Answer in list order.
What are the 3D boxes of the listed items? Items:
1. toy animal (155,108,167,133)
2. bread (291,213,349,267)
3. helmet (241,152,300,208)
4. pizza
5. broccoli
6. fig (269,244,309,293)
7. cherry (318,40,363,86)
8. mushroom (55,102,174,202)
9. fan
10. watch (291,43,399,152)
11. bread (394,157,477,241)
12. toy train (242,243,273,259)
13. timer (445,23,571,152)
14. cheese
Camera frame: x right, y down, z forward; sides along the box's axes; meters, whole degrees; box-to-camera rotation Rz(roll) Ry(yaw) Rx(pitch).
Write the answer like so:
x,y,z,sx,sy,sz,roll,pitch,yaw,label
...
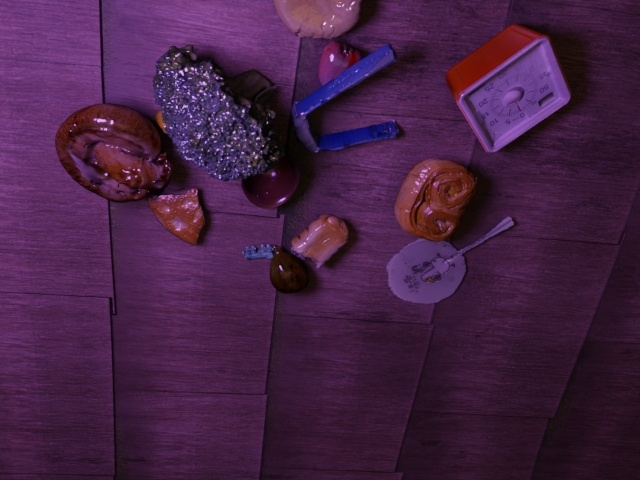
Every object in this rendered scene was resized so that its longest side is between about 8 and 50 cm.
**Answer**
x,y,z,sx,sy,sz,roll,pitch,yaw,label
-0.342,-0.339,1.680,0.159,0.083,0.070,-42,121,6,toy animal
0.000,0.000,1.876,0.177,0.084,0.119,-42,115,15,bread
-0.137,-0.180,1.761,0.155,0.106,0.175,-9,129,-6,helmet
-0.380,-0.088,1.817,0.182,0.062,0.161,35,116,-15,pizza
-0.249,-0.296,1.594,0.375,0.302,0.249,39,110,-2,broccoli
-0.098,0.078,1.904,0.109,0.103,0.154,-27,110,-32,fig
0.044,-0.442,1.653,0.126,0.087,0.106,-32,118,31,cherry
-0.499,-0.213,1.661,0.283,0.195,0.263,34,119,-2,mushroom
0.390,0.051,1.976,0.415,0.012,0.233,-31,117,14,fan
0.059,-0.339,1.661,0.275,0.068,0.276,-10,143,2,watch
0.310,-0.116,1.824,0.198,0.120,0.236,17,114,-14,bread
-0.178,0.035,1.912,0.092,0.029,0.045,-7,133,3,toy train
0.479,-0.378,1.687,0.257,0.161,0.250,-35,122,12,timer
-0.008,-0.584,1.561,0.214,0.117,0.226,-6,122,5,cheese
